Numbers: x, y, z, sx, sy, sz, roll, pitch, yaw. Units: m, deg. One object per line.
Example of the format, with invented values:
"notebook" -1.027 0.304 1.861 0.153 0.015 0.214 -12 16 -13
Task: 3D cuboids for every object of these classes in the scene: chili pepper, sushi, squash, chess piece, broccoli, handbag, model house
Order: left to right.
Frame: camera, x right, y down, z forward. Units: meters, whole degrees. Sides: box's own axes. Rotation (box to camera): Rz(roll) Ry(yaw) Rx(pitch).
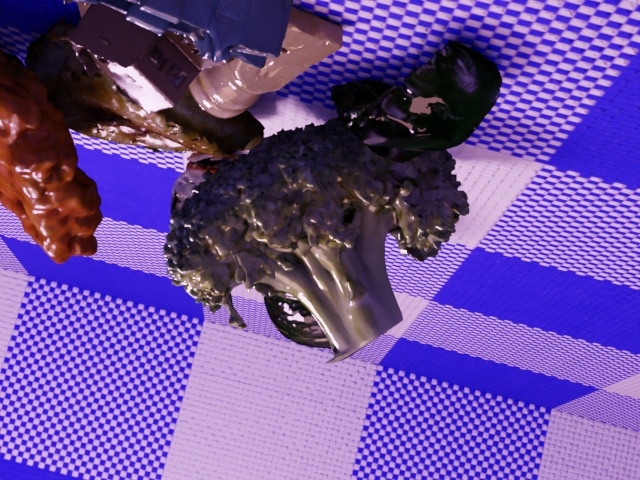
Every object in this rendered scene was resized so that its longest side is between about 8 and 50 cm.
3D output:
"model house" -0.201 -0.261 1.257 0.181 0.176 0.248 -1 143 50
"handbag" -0.127 -0.253 1.110 0.229 0.179 0.062 18 166 -23
"sushi" -0.158 -0.046 2.085 0.124 0.130 0.332 11 165 14
"chess piece" -0.062 -0.209 1.465 0.090 0.090 0.200 23 153 -32
"broccoli" 0.003 -0.025 1.645 0.317 0.338 0.277 39 144 -15
"squash" 0.007 0.040 2.020 0.165 0.252 0.252 13 167 15
"chili pepper" 0.109 -0.141 1.453 0.148 0.116 0.264 15 168 -16

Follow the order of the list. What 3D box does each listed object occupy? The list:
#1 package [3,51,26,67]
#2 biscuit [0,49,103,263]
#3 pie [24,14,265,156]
"package" -0.447 -0.246 1.783 0.110 0.033 0.077 13 177 25
"biscuit" -0.400 -0.147 1.648 0.312 0.110 0.318 47 160 24
"pie" -0.231 -0.178 1.688 0.288 0.103 0.354 9 168 47
